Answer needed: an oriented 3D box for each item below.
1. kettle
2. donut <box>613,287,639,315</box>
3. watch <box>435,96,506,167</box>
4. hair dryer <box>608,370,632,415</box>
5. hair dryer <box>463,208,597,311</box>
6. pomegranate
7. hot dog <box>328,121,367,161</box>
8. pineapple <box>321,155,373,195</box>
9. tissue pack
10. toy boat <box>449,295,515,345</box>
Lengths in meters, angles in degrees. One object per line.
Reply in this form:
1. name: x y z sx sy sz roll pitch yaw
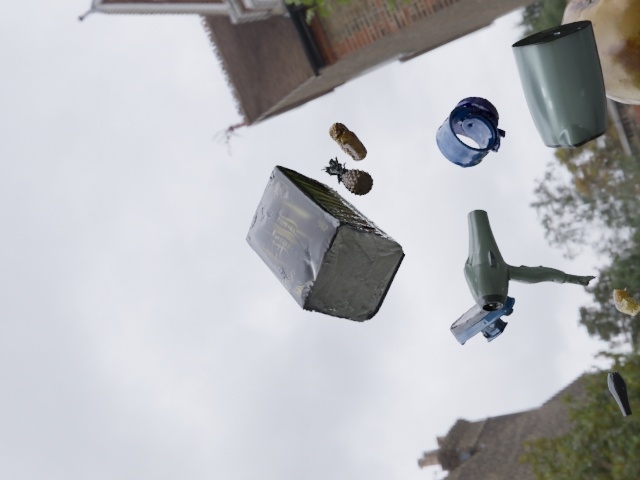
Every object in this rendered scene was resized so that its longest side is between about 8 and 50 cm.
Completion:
1. kettle: 0.510 -0.323 1.650 0.221 0.161 0.236 -58 -50 -64
2. donut: 0.697 0.135 1.802 0.067 0.038 0.083 97 175 -54
3. watch: 0.452 -0.315 2.367 0.196 0.171 0.200 26 -125 6
4. hair dryer: 0.543 0.274 1.431 0.083 0.031 0.079 9 -116 -72
5. hair dryer: 0.409 0.024 1.659 0.267 0.092 0.229 -12 -121 -17
6. pomegranate: 0.823 -0.529 2.014 0.417 0.417 0.416 33 -132 -46
7. hot dog: 0.065 -0.229 1.838 0.071 0.045 0.165 45 -176 20
8. pineapple: 0.055 -0.133 1.628 0.058 0.124 0.058 -16 -60 -29
9. tissue pack: 0.000 0.000 1.727 0.198 0.370 0.210 12 -73 -31
10. toy boat: 0.425 0.213 2.037 0.097 0.223 0.100 42 -134 0
